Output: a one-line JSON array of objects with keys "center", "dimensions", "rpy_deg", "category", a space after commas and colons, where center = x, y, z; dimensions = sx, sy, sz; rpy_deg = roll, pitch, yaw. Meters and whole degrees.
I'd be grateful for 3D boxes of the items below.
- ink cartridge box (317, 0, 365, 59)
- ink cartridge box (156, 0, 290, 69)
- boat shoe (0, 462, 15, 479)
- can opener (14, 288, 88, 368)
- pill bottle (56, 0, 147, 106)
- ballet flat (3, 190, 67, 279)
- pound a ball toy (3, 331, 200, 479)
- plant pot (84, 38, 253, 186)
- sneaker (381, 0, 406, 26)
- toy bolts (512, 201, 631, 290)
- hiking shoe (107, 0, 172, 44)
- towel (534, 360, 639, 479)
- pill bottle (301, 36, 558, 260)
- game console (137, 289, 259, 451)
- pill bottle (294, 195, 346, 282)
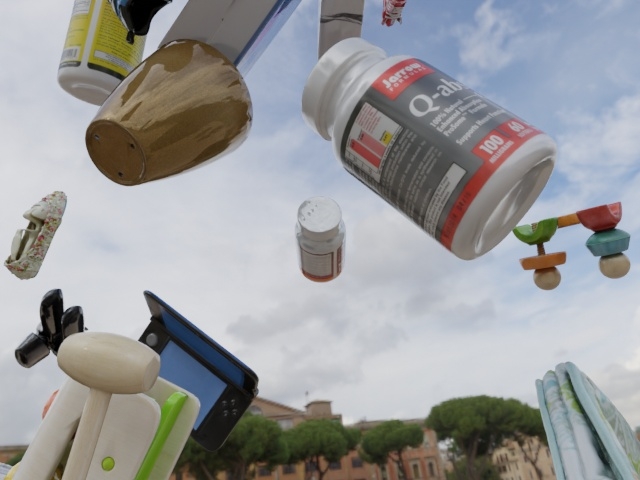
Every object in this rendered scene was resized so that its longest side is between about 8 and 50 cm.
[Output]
[{"center": [0.057, -0.660, 1.420], "dimensions": [0.121, 0.211, 0.289], "rpy_deg": [3, -47, -2], "category": "ink cartridge box"}, {"center": [-0.178, -0.496, 1.179], "dimensions": [0.151, 0.395, 0.270], "rpy_deg": [38, -71, -14], "category": "ink cartridge box"}, {"center": [-0.454, 0.346, 0.743], "dimensions": [0.066, 0.063, 0.184], "rpy_deg": [-48, -48, -1], "category": "boat shoe"}, {"center": [-0.281, 0.099, 0.568], "dimensions": [0.059, 0.073, 0.186], "rpy_deg": [38, -39, -12], "category": "can opener"}, {"center": [-0.555, -0.534, 1.370], "dimensions": [0.188, 0.334, 0.188], "rpy_deg": [9, -9, 1], "category": "pill bottle"}, {"center": [-0.677, -0.024, 1.248], "dimensions": [0.091, 0.241, 0.077], "rpy_deg": [-3, -26, 26], "category": "ballet flat"}, {"center": [-0.241, 0.227, 0.476], "dimensions": [0.136, 0.319, 0.208], "rpy_deg": [22, -11, 10], "category": "pound a ball toy"}, {"center": [-0.284, -0.204, 0.933], "dimensions": [0.237, 0.254, 0.237], "rpy_deg": [13, -52, 17], "category": "plant pot"}, {"center": [0.144, -0.444, 1.009], "dimensions": [0.042, 0.118, 0.067], "rpy_deg": [-2, -64, -3], "category": "sneaker"}, {"center": [0.585, 0.015, 1.174], "dimensions": [0.218, 0.158, 0.228], "rpy_deg": [-10, -5, -34], "category": "toy bolts"}, {"center": [-0.287, -0.508, 0.966], "dimensions": [0.304, 0.132, 0.113], "rpy_deg": [-34, -12, 38], "category": "hiking shoe"}, {"center": [0.417, 0.370, 0.680], "dimensions": [0.090, 0.374, 0.320], "rpy_deg": [-34, -80, 23], "category": "towel"}, {"center": [0.149, -0.153, 0.809], "dimensions": [0.210, 0.363, 0.210], "rpy_deg": [-36, -28, -23], "category": "pill bottle"}, {"center": [-0.286, 0.277, 1.087], "dimensions": [0.250, 0.293, 0.173], "rpy_deg": [-55, -10, 3], "category": "game console"}, {"center": [0.000, 0.000, 1.245], "dimensions": [0.121, 0.121, 0.221], "rpy_deg": [-6, -33, -2], "category": "pill bottle"}]
